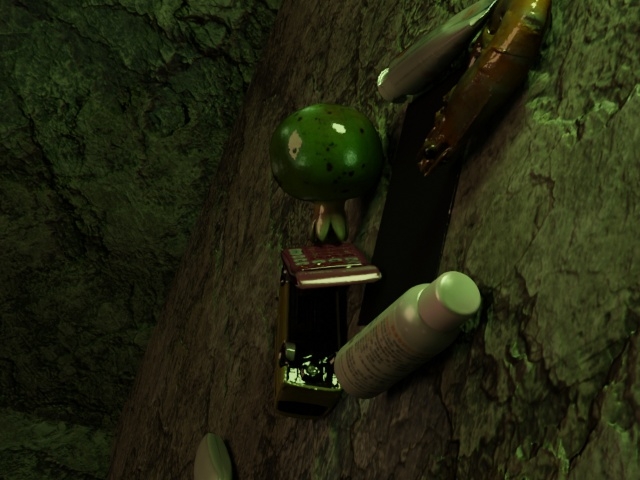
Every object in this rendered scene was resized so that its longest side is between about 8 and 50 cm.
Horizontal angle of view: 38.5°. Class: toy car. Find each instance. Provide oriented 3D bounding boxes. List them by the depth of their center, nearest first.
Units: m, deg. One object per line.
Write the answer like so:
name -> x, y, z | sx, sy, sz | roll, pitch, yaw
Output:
toy car -> -0.023, 0.149, 1.441 | 0.124, 0.101, 0.256 | 112, 164, -45

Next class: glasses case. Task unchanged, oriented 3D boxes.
glasses case -> -0.217, 0.465, 1.842 | 0.233, 0.059, 0.092 | -139, 69, -73

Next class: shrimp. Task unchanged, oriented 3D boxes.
shrimp -> 0.195, -0.205, 1.136 | 0.287, 0.063, 0.152 | -57, 20, 37

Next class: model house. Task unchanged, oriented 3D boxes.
model house -> 0.000, 0.000, 1.596 | 0.058, 0.057, 0.083 | -57, 24, 32

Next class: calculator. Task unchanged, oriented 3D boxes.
calculator -> 0.012, 0.041, 1.384 | 0.190, 0.127, 0.034 | -127, 31, -73

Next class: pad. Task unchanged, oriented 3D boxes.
pad -> 0.136, -0.059, 1.290 | 0.248, 0.007, 0.367 | 160, 124, -70

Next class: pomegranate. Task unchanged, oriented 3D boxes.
pomegranate -> 0.011, -0.108, 1.476 | 0.187, 0.187, 0.225 | -174, 80, -74

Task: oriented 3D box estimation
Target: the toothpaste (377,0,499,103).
toothpaste -> 0.169, -0.271, 1.284 | 0.100, 0.066, 0.323 | -45, 6, -21

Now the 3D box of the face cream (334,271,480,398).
face cream -> 0.102, 0.114, 1.094 | 0.269, 0.082, 0.081 | 132, 150, -54
